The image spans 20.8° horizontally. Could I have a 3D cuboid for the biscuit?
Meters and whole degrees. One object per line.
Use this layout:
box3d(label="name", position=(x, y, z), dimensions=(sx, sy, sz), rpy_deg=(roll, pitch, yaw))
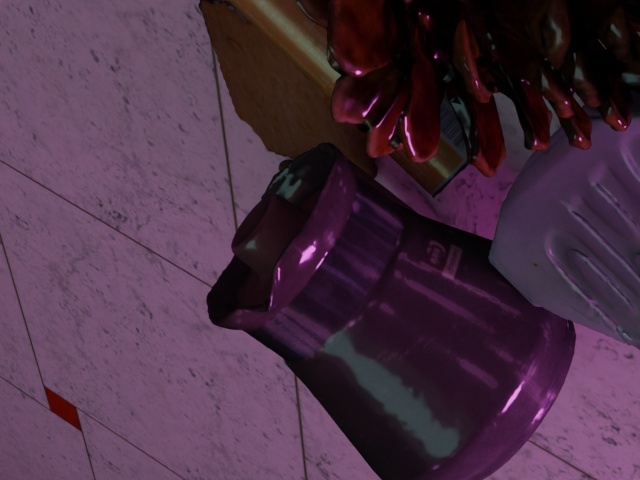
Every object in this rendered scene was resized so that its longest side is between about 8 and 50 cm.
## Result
box3d(label="biscuit", position=(-0.039, -0.182, 2.123), dimensions=(0.232, 0.013, 0.237), rpy_deg=(19, 141, 37))

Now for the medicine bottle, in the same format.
box3d(label="medicine bottle", position=(0.002, -0.224, 1.924), dimensions=(0.426, 0.108, 0.108), rpy_deg=(45, 151, 1))

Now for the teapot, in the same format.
box3d(label="teapot", position=(0.071, 0.058, 1.946), dimensions=(0.362, 0.376, 0.305), rpy_deg=(37, 118, -17))

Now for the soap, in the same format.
box3d(label="soap", position=(0.346, -0.043, 1.672), dimensions=(0.261, 0.156, 0.446), rpy_deg=(45, 152, 0))

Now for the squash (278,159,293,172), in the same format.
box3d(label="squash", position=(-0.019, -0.081, 2.209), dimensions=(0.083, 0.027, 0.027), rpy_deg=(24, 145, 34))

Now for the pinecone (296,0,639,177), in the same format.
box3d(label="pinecone", position=(0.180, -0.236, 1.466), dimensions=(0.384, 0.384, 0.384), rpy_deg=(32, 148, 23))
